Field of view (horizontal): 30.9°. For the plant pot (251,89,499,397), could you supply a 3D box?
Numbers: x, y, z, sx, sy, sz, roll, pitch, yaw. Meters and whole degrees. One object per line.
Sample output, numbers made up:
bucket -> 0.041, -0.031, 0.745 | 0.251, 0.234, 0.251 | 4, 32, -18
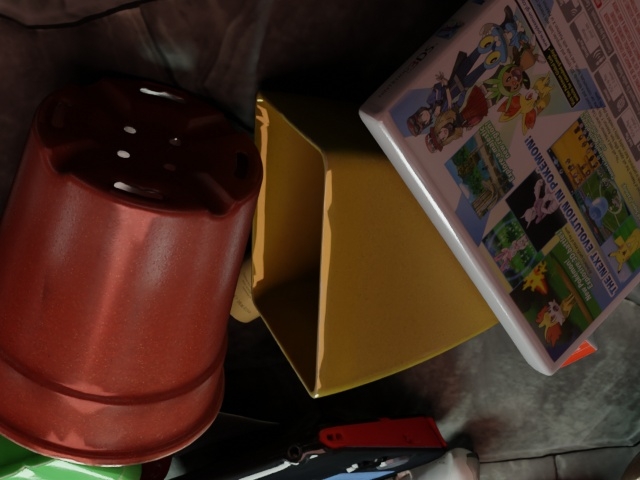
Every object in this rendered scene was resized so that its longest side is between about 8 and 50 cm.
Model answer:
plant pot -> 0.056, -0.009, 1.021 | 0.187, 0.212, 0.212 | -4, 112, -17

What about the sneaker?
sneaker -> 0.094, 0.348, 1.454 | 0.129, 0.111, 0.297 | 28, 128, -15

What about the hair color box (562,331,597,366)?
hair color box -> 0.206, 0.044, 1.162 | 0.053, 0.093, 0.167 | -31, 124, 28

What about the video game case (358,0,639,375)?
video game case -> 0.217, -0.090, 0.953 | 0.300, 0.036, 0.329 | -45, 127, -9

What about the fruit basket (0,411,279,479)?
fruit basket -> -0.269, 0.224, 1.316 | 0.327, 0.165, 0.353 | -22, 163, 23

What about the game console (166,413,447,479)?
game console -> -0.075, 0.280, 1.305 | 0.386, 0.060, 0.342 | -24, 165, 23

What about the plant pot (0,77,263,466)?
plant pot -> -0.182, 0.014, 1.055 | 0.272, 0.272, 0.265 | 15, 124, -11

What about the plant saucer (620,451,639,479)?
plant saucer -> 0.483, 0.248, 1.316 | 0.310, 0.050, 0.311 | -7, 153, -4

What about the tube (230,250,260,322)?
tube -> 0.000, 0.000, 1.156 | 0.240, 0.062, 0.070 | -32, 156, 22
